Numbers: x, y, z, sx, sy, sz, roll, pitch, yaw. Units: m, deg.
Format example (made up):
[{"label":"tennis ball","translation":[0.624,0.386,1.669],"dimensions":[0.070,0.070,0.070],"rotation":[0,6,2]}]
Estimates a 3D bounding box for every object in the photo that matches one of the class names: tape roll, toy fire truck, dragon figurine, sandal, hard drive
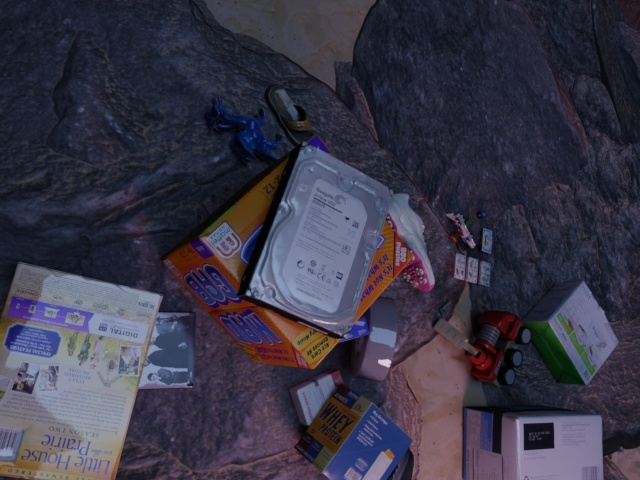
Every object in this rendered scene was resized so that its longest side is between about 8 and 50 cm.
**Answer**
[{"label":"tape roll","translation":[0.137,0.253,1.521],"dimensions":[0.072,0.219,0.219],"rotation":[10,77,-5]},{"label":"toy fire truck","translation":[0.485,0.291,1.760],"dimensions":[0.246,0.158,0.217],"rotation":[43,66,-27]},{"label":"dragon figurine","translation":[-0.179,-0.249,1.511],"dimensions":[0.144,0.085,0.289],"rotation":[-37,99,-27]},{"label":"sandal","translation":[-0.065,-0.339,1.598],"dimensions":[0.090,0.060,0.219],"rotation":[-40,101,-26]},{"label":"hard drive","translation":[0.000,0.000,1.174],"dimensions":[0.237,0.064,0.339],"rotation":[27,69,-21]}]

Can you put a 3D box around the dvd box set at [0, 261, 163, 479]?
[{"label":"dvd box set","translation":[-0.538,0.284,1.232],"dimensions":[0.308,0.062,0.420],"rotation":[15,78,-17]}]

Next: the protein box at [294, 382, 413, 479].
[{"label":"protein box","translation":[0.086,0.512,1.467],"dimensions":[0.201,0.136,0.200],"rotation":[-51,121,-14]}]

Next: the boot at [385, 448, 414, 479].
[{"label":"boot","translation":[0.276,0.794,1.557],"dimensions":[0.445,0.146,0.367],"rotation":[36,76,-16]}]

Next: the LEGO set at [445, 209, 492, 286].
[{"label":"LEGO set","translation":[0.473,0.013,1.850],"dimensions":[0.182,0.060,0.244],"rotation":[14,77,-38]}]

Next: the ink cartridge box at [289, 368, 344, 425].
[{"label":"ink cartridge box","translation":[-0.002,0.408,1.521],"dimensions":[0.135,0.056,0.099],"rotation":[-18,91,-29]}]

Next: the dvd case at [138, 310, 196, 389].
[{"label":"dvd case","translation":[-0.410,0.253,1.346],"dimensions":[0.239,0.029,0.179],"rotation":[5,80,-26]}]

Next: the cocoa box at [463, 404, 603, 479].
[{"label":"cocoa box","translation":[0.624,0.615,1.721],"dimensions":[0.347,0.228,0.231],"rotation":[8,79,-27]}]

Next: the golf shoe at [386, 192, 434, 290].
[{"label":"golf shoe","translation":[0.268,-0.001,1.696],"dimensions":[0.140,0.115,0.306],"rotation":[-34,99,-31]}]

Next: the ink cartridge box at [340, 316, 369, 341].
[{"label":"ink cartridge box","translation":[0.029,0.235,1.476],"dimensions":[0.097,0.207,0.046],"rotation":[-10,82,-29]}]

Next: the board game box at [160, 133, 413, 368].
[{"label":"board game box","translation":[-0.088,0.039,1.360],"dimensions":[0.356,0.356,0.356],"rotation":[-45,103,-25]}]

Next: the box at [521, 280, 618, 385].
[{"label":"box","translation":[0.835,0.304,1.936],"dimensions":[0.231,0.127,0.262],"rotation":[-39,101,-27]}]
